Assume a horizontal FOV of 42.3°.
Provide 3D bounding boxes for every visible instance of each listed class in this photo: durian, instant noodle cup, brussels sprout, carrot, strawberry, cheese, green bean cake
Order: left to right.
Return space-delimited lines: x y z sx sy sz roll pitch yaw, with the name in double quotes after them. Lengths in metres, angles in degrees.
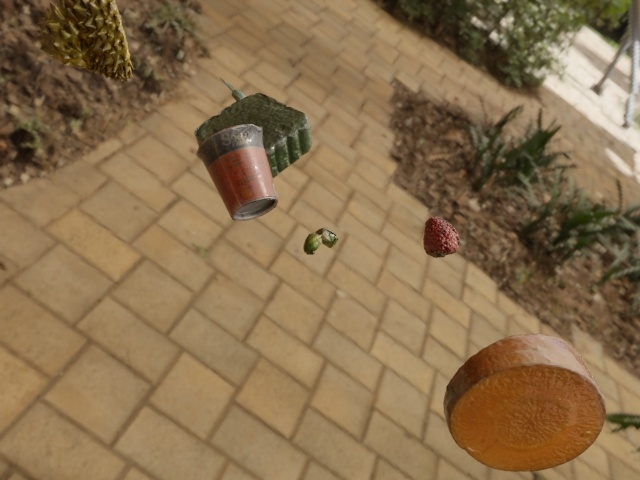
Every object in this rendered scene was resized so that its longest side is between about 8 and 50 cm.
-0.380 -0.350 1.376 0.132 0.165 0.182 37 43 -50 "durian"
-0.207 -0.366 2.088 0.121 0.026 0.067 46 6 25 "cheese"
-0.135 -0.112 1.431 0.127 0.127 0.136 -2 66 -52 "instant noodle cup"
-0.133 -0.204 1.664 0.185 0.094 0.183 33 61 31 "green bean cake"
-0.001 -0.001 1.842 0.083 0.046 0.051 -20 100 -36 "brussels sprout"
0.262 -0.007 1.826 0.083 0.083 0.096 -5 67 -54 "strawberry"
0.366 0.297 1.508 0.307 0.258 0.100 9 21 -15 "carrot"
